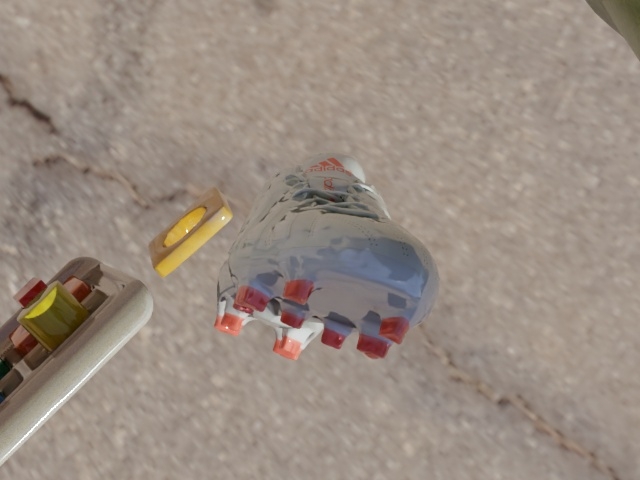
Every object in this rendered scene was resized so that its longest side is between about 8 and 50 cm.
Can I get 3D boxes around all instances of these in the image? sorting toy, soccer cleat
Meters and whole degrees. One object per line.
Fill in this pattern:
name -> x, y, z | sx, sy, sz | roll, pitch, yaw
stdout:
sorting toy -> -0.202, 0.075, 1.213 | 0.347, 0.196, 0.047 | -44, 107, -9
soccer cleat -> 0.000, 0.000, 0.680 | 0.068, 0.196, 0.076 | 23, 81, -10

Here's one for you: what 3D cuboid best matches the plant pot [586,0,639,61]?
plant pot -> 0.256, -0.060, 0.446 | 0.366, 0.353, 0.366 | -16, 152, -9
